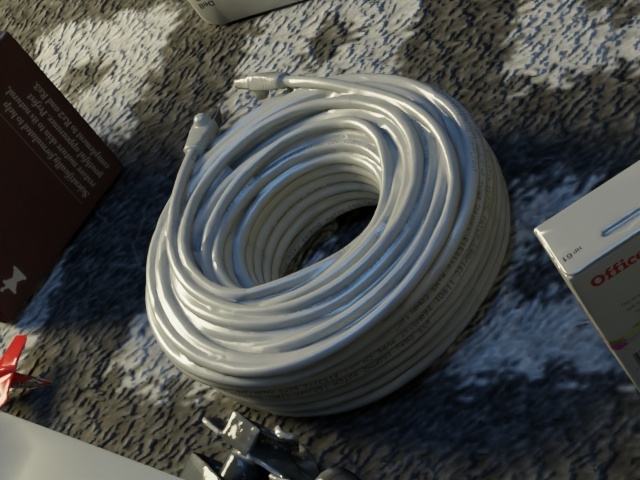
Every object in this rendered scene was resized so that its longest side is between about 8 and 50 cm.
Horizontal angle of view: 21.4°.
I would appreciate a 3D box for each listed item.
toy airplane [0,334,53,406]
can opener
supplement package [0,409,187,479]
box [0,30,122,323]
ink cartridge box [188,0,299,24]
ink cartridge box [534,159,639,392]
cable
[{"bbox_3d":[-0.268,0.114,1.269,0.151,0.028,0.151,-21,41,20],"label":"toy airplane"},{"bbox_3d":[0.013,0.183,0.970,0.283,0.076,0.095,34,95,48],"label":"can opener"},{"bbox_3d":[-0.101,0.221,0.907,0.194,0.203,0.149,13,61,44],"label":"supplement package"},{"bbox_3d":[-0.308,-0.062,1.355,0.203,0.168,0.167,13,60,43],"label":"box"},{"bbox_3d":[-0.016,-0.344,1.440,0.211,0.121,0.289,-14,46,27],"label":"ink cartridge box"},{"bbox_3d":[0.187,0.019,0.945,0.088,0.122,0.052,-34,40,5],"label":"ink cartridge box"},{"bbox_3d":[0.000,0.000,1.132,0.257,0.089,0.257,1,54,37],"label":"cable"}]
